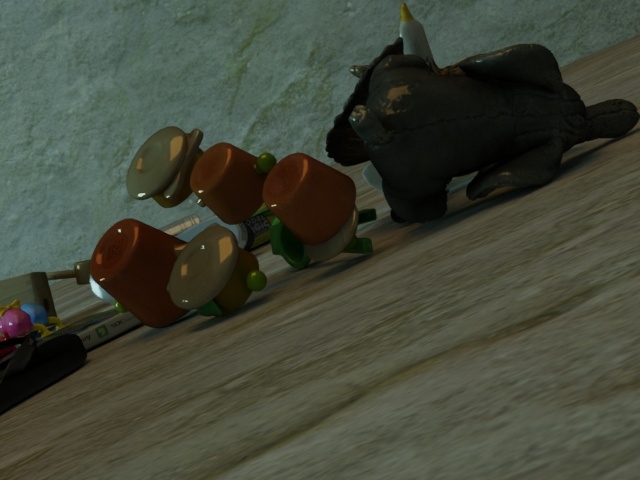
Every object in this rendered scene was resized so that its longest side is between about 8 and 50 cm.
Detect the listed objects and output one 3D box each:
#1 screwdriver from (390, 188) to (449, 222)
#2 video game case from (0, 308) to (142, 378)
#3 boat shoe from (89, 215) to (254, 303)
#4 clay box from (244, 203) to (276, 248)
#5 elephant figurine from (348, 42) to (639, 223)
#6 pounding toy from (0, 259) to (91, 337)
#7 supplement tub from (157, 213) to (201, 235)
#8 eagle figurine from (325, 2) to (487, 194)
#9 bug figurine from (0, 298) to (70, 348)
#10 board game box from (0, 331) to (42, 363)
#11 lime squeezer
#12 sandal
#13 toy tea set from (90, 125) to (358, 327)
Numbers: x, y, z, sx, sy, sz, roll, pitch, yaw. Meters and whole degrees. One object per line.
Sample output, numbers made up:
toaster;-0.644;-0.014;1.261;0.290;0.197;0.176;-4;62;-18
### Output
screwdriver;0.107;-0.044;1.527;0.024;0.025;0.170;-21;6;24
video game case;-0.309;0.125;1.657;0.193;0.023;0.212;-26;5;-26
boat shoe;-0.189;0.025;1.907;0.228;0.080;0.076;-25;-13;17
clay box;-0.145;0.002;2.046;0.127;0.053;0.222;-26;7;-27
elephant figurine;0.168;-0.113;1.349;0.239;0.169;0.186;-6;39;15
pounding toy;-0.420;0.096;2.151;0.206;0.094;0.181;-14;0;-2
supplement tub;-0.225;0.010;2.230;0.107;0.071;0.071;-24;5;-10
eagle figurine;0.116;-0.147;1.585;0.226;0.225;0.298;-44;18;7
bug figurine;-0.452;0.139;1.899;0.279;0.072;0.216;-25;5;-20
board game box;-0.369;0.124;1.569;0.133;0.033;0.169;-29;5;-16
lime squeezer;0.000;0.000;1.501;0.110;0.059;0.310;9;6;1
sandal;-0.305;0.129;1.409;0.097;0.054;0.254;-22;5;22
toy tea set;-0.086;0.002;1.431;0.336;0.124;0.200;10;69;51
